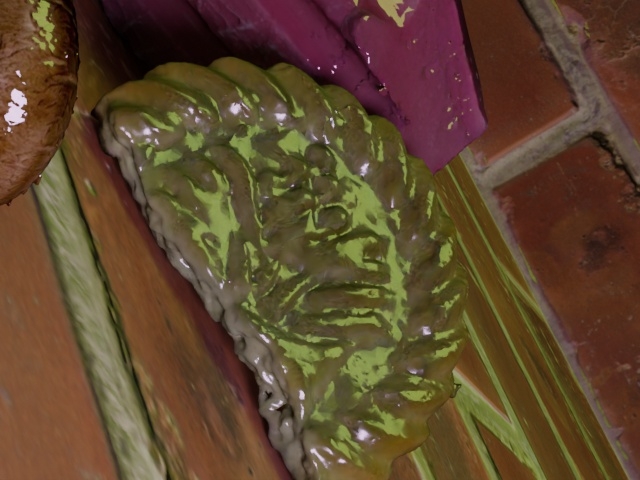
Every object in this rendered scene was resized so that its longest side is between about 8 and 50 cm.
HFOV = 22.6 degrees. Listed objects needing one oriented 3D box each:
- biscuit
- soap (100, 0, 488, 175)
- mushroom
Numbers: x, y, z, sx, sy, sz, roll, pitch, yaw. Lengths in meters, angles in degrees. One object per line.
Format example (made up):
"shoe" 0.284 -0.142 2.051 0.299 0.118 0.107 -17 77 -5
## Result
"biscuit" 0.000 0.000 0.937 0.273 0.187 0.036 57 -32 4
"soap" -0.031 -0.166 1.065 0.325 0.220 0.127 52 49 -8
"mushroom" -0.141 -0.070 0.631 0.085 0.109 0.126 46 32 -66
